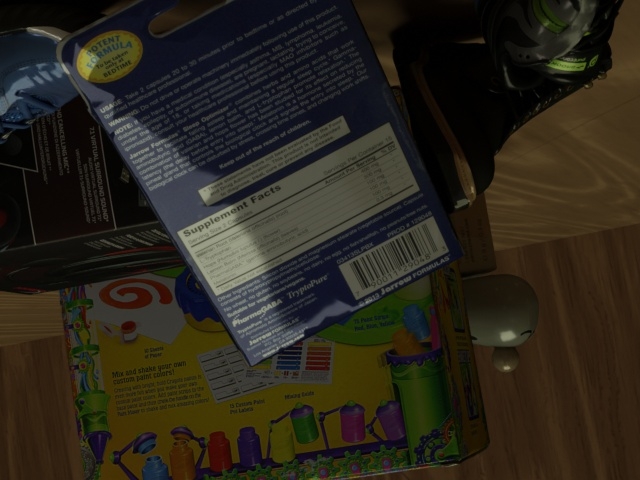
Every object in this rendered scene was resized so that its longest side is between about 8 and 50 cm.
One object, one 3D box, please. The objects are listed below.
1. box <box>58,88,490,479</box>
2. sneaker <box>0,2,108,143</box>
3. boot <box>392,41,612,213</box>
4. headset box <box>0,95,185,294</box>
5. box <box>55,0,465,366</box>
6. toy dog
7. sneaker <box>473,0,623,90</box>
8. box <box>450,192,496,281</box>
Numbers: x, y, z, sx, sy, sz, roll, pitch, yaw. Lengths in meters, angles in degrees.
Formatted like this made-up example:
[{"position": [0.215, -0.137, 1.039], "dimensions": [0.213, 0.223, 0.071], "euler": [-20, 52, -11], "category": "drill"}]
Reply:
[{"position": [-0.038, 0.054, 1.099], "dimensions": [0.290, 0.279, 0.177], "euler": [-10, 173, 13], "category": "box"}, {"position": [-0.185, -0.066, 0.715], "dimensions": [0.211, 0.081, 0.080], "euler": [-15, 170, 24], "category": "sneaker"}, {"position": [0.118, -0.090, 0.812], "dimensions": [0.137, 0.076, 0.198], "euler": [-15, -153, 5], "category": "boot"}, {"position": [-0.097, -0.047, 0.872], "dimensions": [0.293, 0.110, 0.218], "euler": [-10, 173, 9], "category": "headset box"}, {"position": [-0.025, -0.047, 0.697], "dimensions": [0.136, 0.036, 0.225], "euler": [-27, 128, 0], "category": "box"}, {"position": [0.052, 0.137, 1.381], "dimensions": [0.220, 0.161, 0.334], "euler": [-4, 173, -41], "category": "toy dog"}, {"position": [0.133, -0.121, 0.692], "dimensions": [0.067, 0.078, 0.188], "euler": [-8, 173, -16], "category": "sneaker"}, {"position": [0.000, 0.000, 1.373], "dimensions": [0.311, 0.121, 0.148], "euler": [-7, 174, -21], "category": "box"}]
